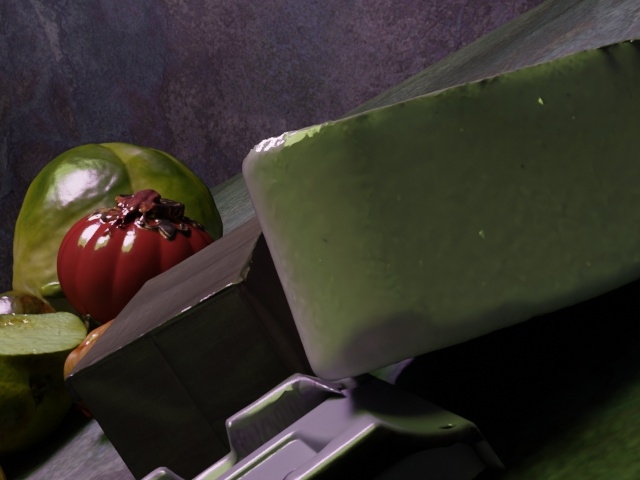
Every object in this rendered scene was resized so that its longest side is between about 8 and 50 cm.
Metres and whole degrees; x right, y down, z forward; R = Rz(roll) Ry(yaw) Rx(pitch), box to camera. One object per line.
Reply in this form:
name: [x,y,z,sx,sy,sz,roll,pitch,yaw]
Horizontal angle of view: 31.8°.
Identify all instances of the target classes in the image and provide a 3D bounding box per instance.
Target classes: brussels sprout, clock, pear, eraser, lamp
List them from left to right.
pear: [-0.407,0.185,1.393,0.292,0.159,0.292,5,5,0]
brussels sprout: [-0.365,-0.006,1.948,0.371,0.315,0.276,-40,-12,-11]
lamp: [-0.240,0.033,1.516,0.227,0.227,0.227,-31,10,6]
clock: [-0.033,0.160,0.623,0.253,0.083,0.186,-34,10,-12]
eraser: [0.092,-0.012,0.754,0.331,0.150,0.331,-19,-1,0]

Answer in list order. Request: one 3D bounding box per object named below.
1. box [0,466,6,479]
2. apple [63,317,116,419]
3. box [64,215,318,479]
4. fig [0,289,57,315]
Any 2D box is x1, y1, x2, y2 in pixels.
box: [-0.484,0.287,1.175,0.168,0.097,0.265,-3,19,35]
apple: [-0.216,0.140,1.239,0.126,0.102,0.126,-32,10,7]
box: [-0.070,0.093,0.873,0.155,0.149,0.231,-30,10,11]
fig: [-0.480,0.190,1.692,0.233,0.167,0.167,-56,12,-2]
